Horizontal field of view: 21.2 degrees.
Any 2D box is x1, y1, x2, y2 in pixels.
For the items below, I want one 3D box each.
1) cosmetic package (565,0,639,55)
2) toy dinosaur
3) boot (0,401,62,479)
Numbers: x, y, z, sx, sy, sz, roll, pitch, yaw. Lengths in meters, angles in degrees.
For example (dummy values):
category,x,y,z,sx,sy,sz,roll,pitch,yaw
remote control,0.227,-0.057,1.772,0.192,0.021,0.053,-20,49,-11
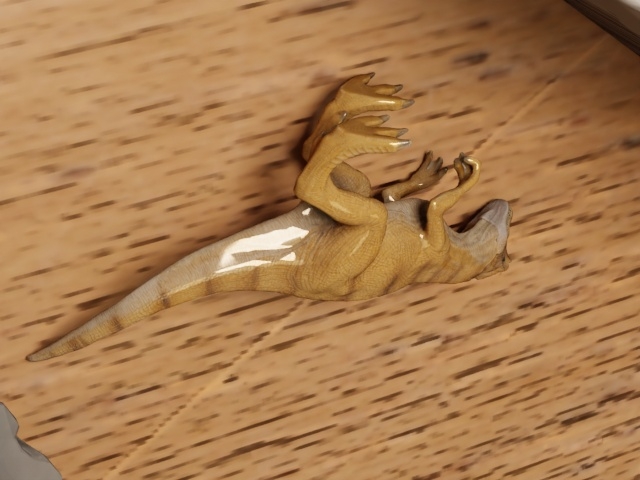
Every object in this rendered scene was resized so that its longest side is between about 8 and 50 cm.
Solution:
category,x,y,z,sx,sy,sz,roll,pitch,yaw
cosmetic package,0.248,-0.253,0.596,0.230,0.161,0.453,27,101,-38
toy dinosaur,0.000,0.000,0.662,0.211,0.064,0.112,-6,121,-27
boot,-0.272,0.201,0.509,0.445,0.146,0.367,-43,119,-23
